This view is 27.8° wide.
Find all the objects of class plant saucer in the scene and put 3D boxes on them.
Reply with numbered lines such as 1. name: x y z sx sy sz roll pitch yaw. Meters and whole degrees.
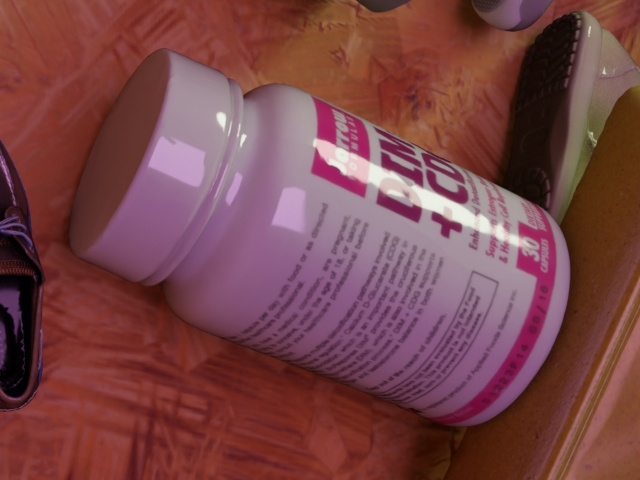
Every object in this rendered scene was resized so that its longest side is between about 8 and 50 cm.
1. plant saucer: 0.281 0.104 0.799 0.333 0.081 0.332 24 88 8

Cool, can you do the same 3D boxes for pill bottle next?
1. pill bottle: 0.000 0.000 0.807 0.283 0.160 0.160 23 79 -23

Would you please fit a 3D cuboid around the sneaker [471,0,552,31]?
1. sneaker: 0.223 -0.241 0.954 0.115 0.105 0.281 48 69 -16

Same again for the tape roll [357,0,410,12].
1. tape roll: 0.074 -0.253 0.819 0.072 0.219 0.219 36 74 -21

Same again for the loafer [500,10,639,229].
1. loafer: 0.183 -0.032 0.930 0.092 0.102 0.268 18 80 -18

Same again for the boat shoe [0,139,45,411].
1. boat shoe: -0.193 0.011 0.766 0.066 0.066 0.183 -15 95 -26
